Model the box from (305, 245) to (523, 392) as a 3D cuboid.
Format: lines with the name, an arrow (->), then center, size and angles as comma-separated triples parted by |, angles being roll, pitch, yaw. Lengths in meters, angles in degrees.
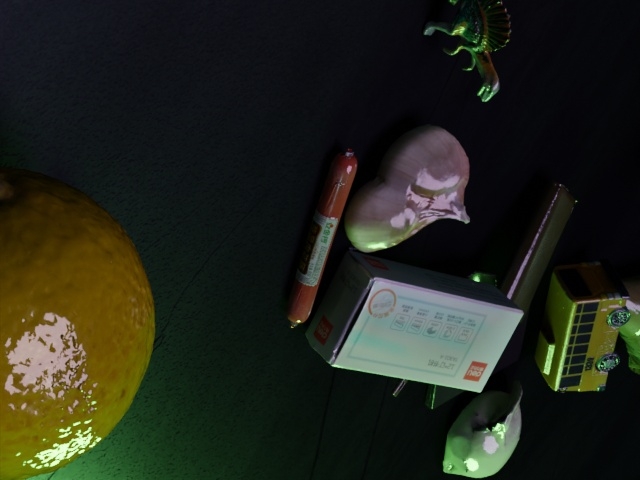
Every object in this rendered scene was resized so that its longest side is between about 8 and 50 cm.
box -> 0.122, 0.104, 1.829 | 0.269, 0.079, 0.135 | 13, 110, -36

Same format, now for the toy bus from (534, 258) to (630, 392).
toy bus -> 0.395, 0.137, 2.180 | 0.114, 0.098, 0.201 | -5, 129, -13

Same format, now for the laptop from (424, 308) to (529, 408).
laptop -> 0.235, 0.162, 2.117 | 0.197, 0.016, 0.135 | -23, 135, -36

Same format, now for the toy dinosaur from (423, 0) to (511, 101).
toy dinosaur -> 0.176, -0.253, 1.601 | 0.044, 0.106, 0.187 | -15, 132, -40

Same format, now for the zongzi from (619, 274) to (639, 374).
zongzi -> 0.587, 0.060, 2.326 | 0.289, 0.154, 0.317 | -54, 130, -13

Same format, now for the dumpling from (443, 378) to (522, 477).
dumpling -> 0.262, 0.294, 2.206 | 0.150, 0.092, 0.176 | -31, 137, -48

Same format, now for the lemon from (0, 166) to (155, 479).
lemon -> -0.280, 0.071, 1.247 | 0.293, 0.293, 0.293 | -29, 139, -29

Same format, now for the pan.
pan -> 0.154, 0.107, 1.945 | 0.202, 0.048, 0.128 | -34, 140, -25

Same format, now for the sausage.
sausage -> 0.000, 0.000, 1.693 | 0.034, 0.034, 0.253 | -11, 128, -42

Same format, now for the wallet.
wallet -> 0.299, 0.017, 1.997 | 0.198, 0.031, 0.110 | -66, 155, -1

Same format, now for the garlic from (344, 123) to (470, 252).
garlic -> 0.104, -0.053, 1.713 | 0.174, 0.099, 0.124 | -47, 130, -4
